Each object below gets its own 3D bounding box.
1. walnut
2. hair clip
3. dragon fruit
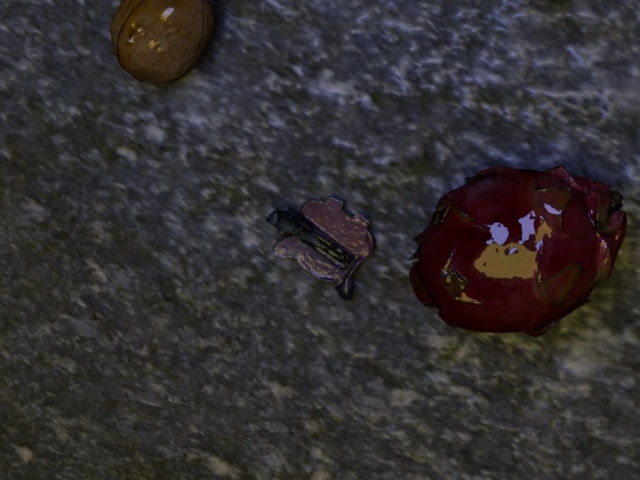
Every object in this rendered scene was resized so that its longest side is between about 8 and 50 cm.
[{"bbox_3d":[-0.236,-0.316,1.167,0.144,0.144,0.180,36,119,0],"label":"walnut"},{"bbox_3d":[0.001,-0.004,1.270,0.187,0.056,0.146,28,114,-6],"label":"hair clip"},{"bbox_3d":[0.261,0.016,1.108,0.315,0.250,0.250,2,112,33],"label":"dragon fruit"}]
